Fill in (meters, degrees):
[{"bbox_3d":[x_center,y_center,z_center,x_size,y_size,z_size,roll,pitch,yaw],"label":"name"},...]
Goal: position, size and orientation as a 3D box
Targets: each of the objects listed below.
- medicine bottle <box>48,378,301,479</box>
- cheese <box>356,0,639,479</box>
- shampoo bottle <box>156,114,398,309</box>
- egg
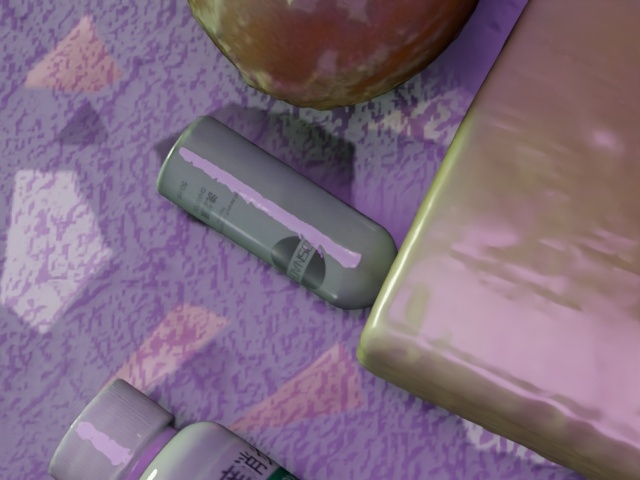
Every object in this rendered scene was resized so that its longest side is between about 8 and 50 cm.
[{"bbox_3d":[-0.027,0.176,0.963,0.260,0.095,0.095,33,85,9],"label":"medicine bottle"},{"bbox_3d":[0.185,0.013,0.925,0.266,0.124,0.242,25,72,8],"label":"cheese"},{"bbox_3d":[0.000,0.000,1.007,0.195,0.056,0.056,32,85,9],"label":"shampoo bottle"},{"bbox_3d":[0.008,-0.181,0.969,0.195,0.195,0.233,-3,69,4],"label":"egg"}]
